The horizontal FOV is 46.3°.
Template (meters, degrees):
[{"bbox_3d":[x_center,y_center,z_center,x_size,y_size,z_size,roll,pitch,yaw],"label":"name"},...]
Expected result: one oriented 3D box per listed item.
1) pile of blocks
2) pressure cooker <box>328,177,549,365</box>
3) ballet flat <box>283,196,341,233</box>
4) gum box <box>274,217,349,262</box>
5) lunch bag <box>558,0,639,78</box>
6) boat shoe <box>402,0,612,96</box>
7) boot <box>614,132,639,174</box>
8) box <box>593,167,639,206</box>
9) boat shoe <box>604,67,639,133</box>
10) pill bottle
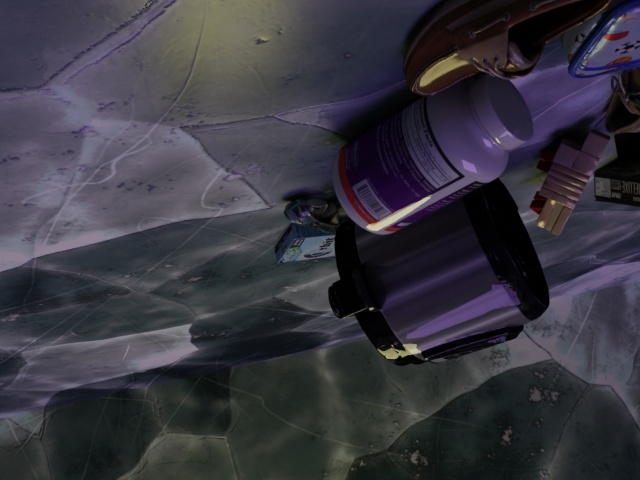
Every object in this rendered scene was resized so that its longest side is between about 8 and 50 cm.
[{"bbox_3d":[0.537,-0.155,1.650,0.113,0.149,0.362,27,157,15],"label":"pile of blocks"},{"bbox_3d":[0.226,0.063,1.588,0.420,0.375,0.370,-25,127,22],"label":"pressure cooker"},{"bbox_3d":[0.002,-0.055,1.586,0.070,0.070,0.188,-25,162,30],"label":"ballet flat"},{"bbox_3d":[0.000,0.000,1.776,0.184,0.041,0.157,-6,160,-21],"label":"gum box"},{"bbox_3d":[0.500,-0.329,1.049,0.303,0.114,0.243,-11,164,-5],"label":"lunch bag"},{"bbox_3d":[0.240,-0.277,0.992,0.123,0.119,0.324,1,157,-38],"label":"boat shoe"},{"bbox_3d":[0.871,-0.233,1.479,0.445,0.146,0.367,-2,164,-7],"label":"boot"},{"bbox_3d":[0.823,-0.129,1.720,0.243,0.076,0.307,-8,-169,-14],"label":"box"},{"bbox_3d":[0.570,-0.249,1.346,0.089,0.104,0.285,-17,164,14],"label":"boat shoe"},{"bbox_3d":[0.182,-0.146,1.247,0.182,0.181,0.323,5,154,-45],"label":"pill bottle"}]
